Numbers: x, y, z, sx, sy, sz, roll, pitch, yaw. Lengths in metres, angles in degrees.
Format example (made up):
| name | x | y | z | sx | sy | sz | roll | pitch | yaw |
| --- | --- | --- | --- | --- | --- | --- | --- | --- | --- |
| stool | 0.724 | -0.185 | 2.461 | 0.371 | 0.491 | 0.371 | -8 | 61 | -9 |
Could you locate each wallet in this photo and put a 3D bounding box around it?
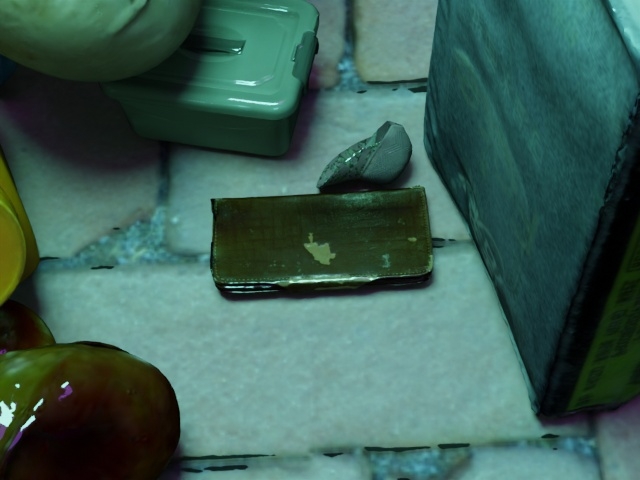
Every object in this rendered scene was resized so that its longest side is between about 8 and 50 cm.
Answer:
| name | x | y | z | sx | sy | sz | roll | pitch | yaw |
| --- | --- | --- | --- | --- | --- | --- | --- | --- | --- |
| wallet | 0.000 | 0.000 | 0.950 | 0.176 | 0.026 | 0.095 | -3 | 53 | -1 |

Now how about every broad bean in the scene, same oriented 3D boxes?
| name | x | y | z | sx | sy | sz | roll | pitch | yaw |
| --- | --- | --- | --- | --- | --- | --- | --- | --- | --- |
| broad bean | -0.200 | 0.163 | 0.808 | 0.228 | 0.156 | 0.122 | -45 | 26 | -13 |

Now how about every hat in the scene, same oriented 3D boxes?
| name | x | y | z | sx | sy | sz | roll | pitch | yaw |
| --- | --- | --- | --- | --- | --- | --- | --- | --- | --- |
| hat | 0.039 | -0.060 | 0.977 | 0.087 | 0.058 | 0.042 | -38 | 99 | -4 |

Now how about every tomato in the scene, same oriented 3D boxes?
| name | x | y | z | sx | sy | sz | roll | pitch | yaw |
| --- | --- | --- | --- | --- | --- | --- | --- | --- | --- |
| tomato | -0.240 | 0.084 | 0.882 | 0.087 | 0.075 | 0.087 | 1 | 59 | -2 |

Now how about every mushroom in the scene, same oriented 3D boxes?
| name | x | y | z | sx | sy | sz | roll | pitch | yaw |
| --- | --- | --- | --- | --- | --- | --- | --- | --- | --- |
| mushroom | -0.169 | -0.280 | 0.846 | 0.290 | 0.292 | 0.292 | -37 | 57 | 24 |

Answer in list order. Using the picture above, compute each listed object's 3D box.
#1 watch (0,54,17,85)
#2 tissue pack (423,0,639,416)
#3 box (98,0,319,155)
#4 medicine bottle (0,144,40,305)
| name | x | y | z | sx | sy | sz | roll | pitch | yaw |
| --- | --- | --- | --- | --- | --- | --- | --- | --- | --- |
| watch | -0.382 | -0.188 | 0.984 | 0.211 | 0.211 | 0.193 | 29 | 47 | 18 |
| tissue pack | 0.171 | -0.094 | 0.784 | 0.124 | 0.394 | 0.288 | -12 | 58 | -7 |
| box | -0.088 | -0.139 | 0.997 | 0.172 | 0.093 | 0.124 | 10 | 61 | 9 |
| medicine bottle | -0.279 | -0.030 | 0.861 | 0.112 | 0.149 | 0.222 | -23 | 28 | -11 |
